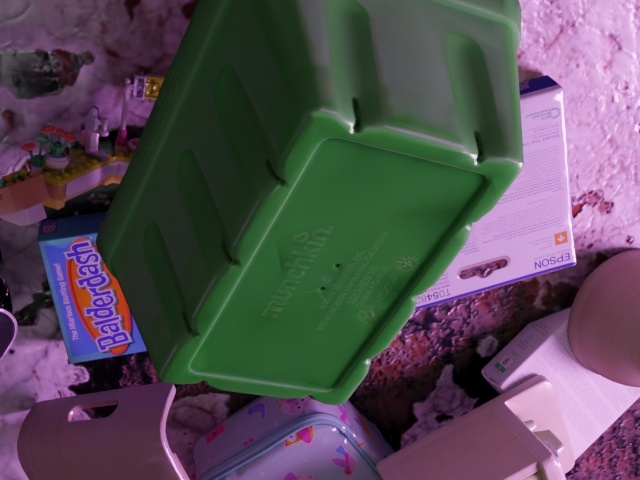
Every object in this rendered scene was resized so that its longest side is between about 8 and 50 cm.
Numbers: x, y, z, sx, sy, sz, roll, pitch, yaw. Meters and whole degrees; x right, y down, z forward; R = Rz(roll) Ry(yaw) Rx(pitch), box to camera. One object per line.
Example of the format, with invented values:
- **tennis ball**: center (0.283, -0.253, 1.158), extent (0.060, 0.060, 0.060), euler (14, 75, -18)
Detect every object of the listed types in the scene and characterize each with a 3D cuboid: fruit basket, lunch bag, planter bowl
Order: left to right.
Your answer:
- **lunch bag**: center (-0.015, 0.311, 1.269), extent (0.224, 0.108, 0.279), euler (-33, 121, 8)
- **fruit basket**: center (-0.007, -0.095, 0.872), extent (0.283, 0.392, 0.392), euler (12, 118, -25)
- **planter bowl**: center (0.384, 0.105, 1.203), extent (0.162, 0.109, 0.162), euler (-8, 112, -20)

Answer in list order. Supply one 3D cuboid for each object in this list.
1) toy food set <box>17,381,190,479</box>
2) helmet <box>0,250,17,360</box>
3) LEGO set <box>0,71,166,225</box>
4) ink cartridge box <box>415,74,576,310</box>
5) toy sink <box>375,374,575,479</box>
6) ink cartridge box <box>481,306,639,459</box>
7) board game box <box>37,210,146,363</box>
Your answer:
- **toy food set**: center (-0.187, 0.304, 1.180), extent (0.220, 0.092, 0.306), euler (-13, 113, 32)
- **helmet**: center (-0.392, 0.058, 1.013), extent (0.161, 0.169, 0.169), euler (21, 115, -40)
- **LEGO set**: center (-0.186, -0.094, 0.981), extent (0.287, 0.132, 0.107), euler (-6, 118, -34)
- **ink cartridge box**: center (0.161, -0.046, 1.125), extent (0.223, 0.045, 0.224), euler (-15, 121, -5)
- **toy sink**: center (0.208, 0.290, 1.190), extent (0.234, 0.131, 0.152), euler (-26, 119, -9)
- **ink cartridge box**: center (0.331, 0.146, 1.286), extent (0.225, 0.056, 0.181), euler (-45, 120, -4)
- **board game box**: center (-0.180, 0.041, 1.111), extent (0.210, 0.047, 0.160), euler (-9, 122, -5)
